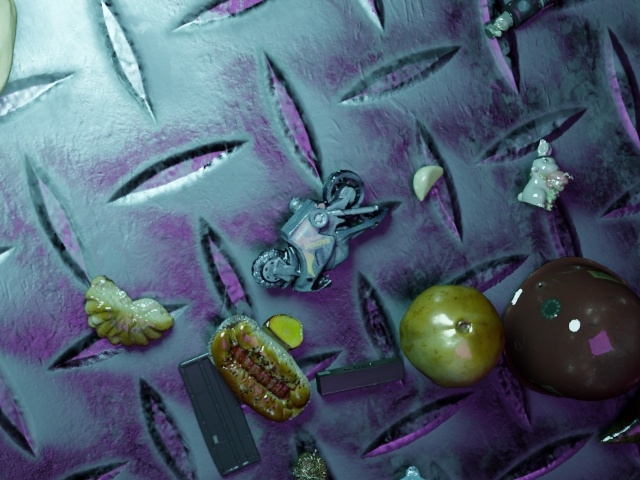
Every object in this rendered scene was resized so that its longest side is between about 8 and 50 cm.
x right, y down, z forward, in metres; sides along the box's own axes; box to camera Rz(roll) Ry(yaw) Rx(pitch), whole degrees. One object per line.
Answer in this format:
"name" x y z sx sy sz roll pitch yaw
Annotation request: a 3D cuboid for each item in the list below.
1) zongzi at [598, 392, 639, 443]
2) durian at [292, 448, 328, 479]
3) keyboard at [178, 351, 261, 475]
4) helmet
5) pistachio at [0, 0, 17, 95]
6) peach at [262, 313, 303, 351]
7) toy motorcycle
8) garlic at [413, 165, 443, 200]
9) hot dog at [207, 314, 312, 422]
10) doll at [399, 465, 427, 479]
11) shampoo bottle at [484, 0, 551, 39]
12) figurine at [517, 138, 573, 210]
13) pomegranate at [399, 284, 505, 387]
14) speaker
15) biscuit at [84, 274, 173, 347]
"zongzi" 0.768 0.405 2.090 0.184 0.084 0.187 1 93 -7
"durian" -0.019 0.497 1.863 0.080 0.080 0.091 21 83 -19
"keyboard" -0.192 0.414 1.820 0.103 0.041 0.381 -21 99 -12
"helmet" 0.624 0.228 1.932 0.385 0.230 0.337 24 92 -18
"pistachio" -0.603 -0.332 1.501 0.157 0.157 0.229 19 88 -19
"peach" -0.083 0.194 1.800 0.083 0.050 0.077 5 76 -27
"toy motorcycle" 0.000 0.000 1.767 0.307 0.108 0.173 -46 118 -5
"garlic" 0.229 -0.131 1.843 0.083 0.041 0.053 -47 114 -12
"hot dog" -0.127 0.270 1.780 0.144 0.075 0.268 -39 112 4
"doll" 0.182 0.602 1.951 0.180 0.075 0.120 -38 78 14
"shampoo bottle" 0.435 -0.498 1.825 0.208 0.063 0.057 -40 97 -6
"figurine" 0.508 -0.140 1.904 0.098 0.081 0.146 23 93 17
"pomegranate" 0.278 0.197 1.818 0.233 0.233 0.233 -3 101 -16
"speaker" 0.086 0.295 1.876 0.191 0.040 0.046 -9 100 -15
"biscuit" -0.385 0.156 1.697 0.183 0.061 0.118 27 93 -20
